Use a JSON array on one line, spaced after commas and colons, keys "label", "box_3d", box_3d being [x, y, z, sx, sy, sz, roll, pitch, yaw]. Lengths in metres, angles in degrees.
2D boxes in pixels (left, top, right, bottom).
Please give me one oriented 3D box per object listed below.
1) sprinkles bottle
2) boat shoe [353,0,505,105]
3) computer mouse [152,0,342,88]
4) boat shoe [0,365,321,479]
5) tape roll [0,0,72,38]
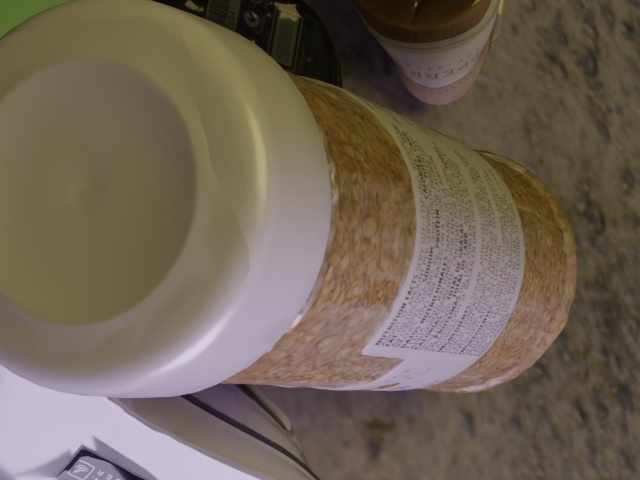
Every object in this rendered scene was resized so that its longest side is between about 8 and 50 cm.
[{"label": "sprinkles bottle", "box_3d": [0.000, 0.000, 0.650, 0.355, 0.121, 0.121, 12, 61, -66]}, {"label": "boat shoe", "box_3d": [0.061, -0.219, 0.930, 0.098, 0.109, 0.302, 69, 20, -62]}, {"label": "computer mouse", "box_3d": [-0.112, -0.131, 0.746, 0.262, 0.060, 0.184, 14, 65, -26]}, {"label": "boat shoe", "box_3d": [-0.099, 0.051, 0.648, 0.267, 0.096, 0.088, 31, 21, -28]}, {"label": "tape roll", "box_3d": [-0.208, -0.177, 0.609, 0.321, 0.077, 0.321, 8, 74, -29]}]
